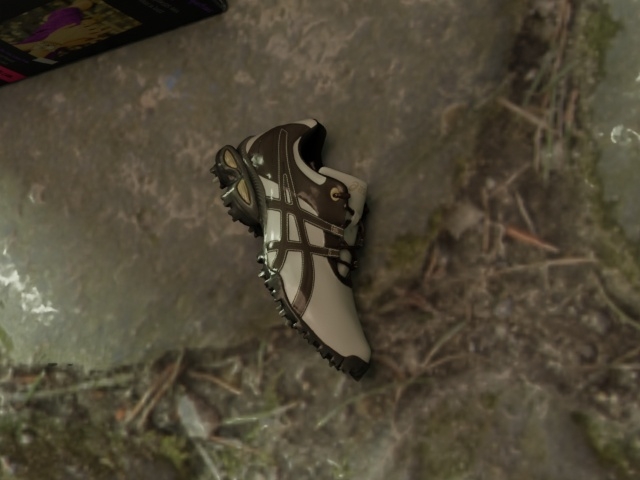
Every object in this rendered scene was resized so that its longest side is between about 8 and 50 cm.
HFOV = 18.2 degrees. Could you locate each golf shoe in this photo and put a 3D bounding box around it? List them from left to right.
[{"bbox_3d":[0.000,0.000,1.390,0.094,0.077,0.198,-31,70,9],"label":"golf shoe"}]

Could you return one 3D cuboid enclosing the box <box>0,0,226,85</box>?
[{"bbox_3d":[-0.229,-0.225,1.490,0.270,0.143,0.165,-17,72,13],"label":"box"}]
